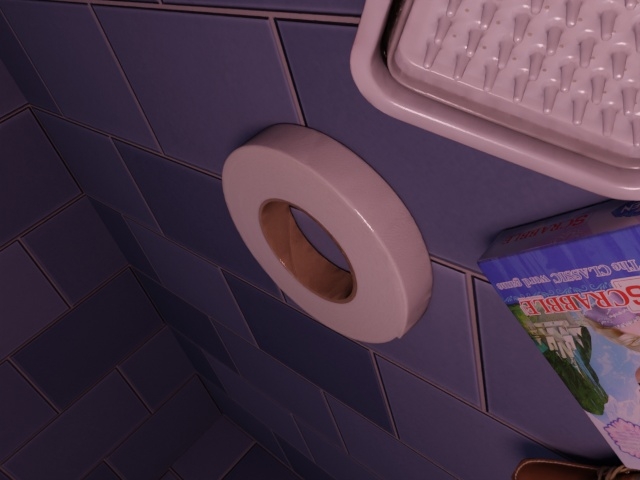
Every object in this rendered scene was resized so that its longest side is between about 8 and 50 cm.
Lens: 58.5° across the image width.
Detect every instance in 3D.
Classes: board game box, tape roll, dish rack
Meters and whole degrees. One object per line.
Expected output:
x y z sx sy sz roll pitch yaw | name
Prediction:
0.355 0.099 0.530 0.318 0.066 0.318 52 152 -8 | board game box
0.000 0.000 0.910 0.392 0.072 0.392 35 150 24 | tape roll
0.183 -0.171 0.344 0.285 0.072 0.333 20 150 0 | dish rack

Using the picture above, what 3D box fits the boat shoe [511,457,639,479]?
0.407 0.342 0.736 0.324 0.122 0.120 3 124 43 | boat shoe
